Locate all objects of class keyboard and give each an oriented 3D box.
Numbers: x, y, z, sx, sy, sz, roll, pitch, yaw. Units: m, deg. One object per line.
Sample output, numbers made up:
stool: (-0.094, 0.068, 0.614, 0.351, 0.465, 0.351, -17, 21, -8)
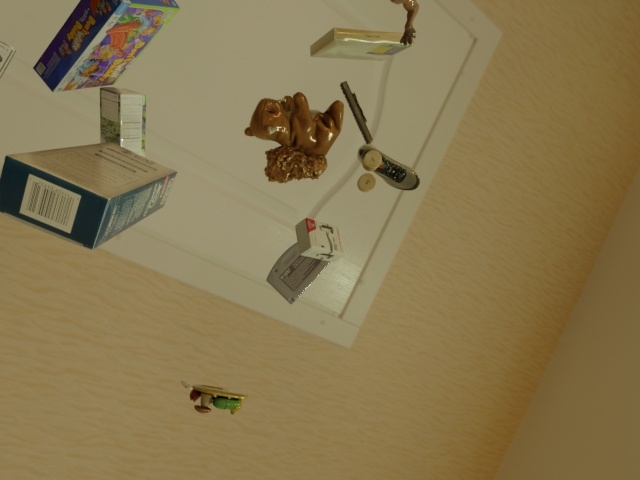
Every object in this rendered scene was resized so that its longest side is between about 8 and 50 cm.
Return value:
keyboard: (0.177, -0.624, 1.970, 0.033, 0.317, 0.201, -20, -161, 23)

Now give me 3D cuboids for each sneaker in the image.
sneaker: (0.257, -0.272, 1.549, 0.100, 0.271, 0.108, -59, -179, 17)

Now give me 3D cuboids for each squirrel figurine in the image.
squirrel figurine: (-0.132, -0.435, 1.747, 0.281, 0.370, 0.397, 19, -69, 41)

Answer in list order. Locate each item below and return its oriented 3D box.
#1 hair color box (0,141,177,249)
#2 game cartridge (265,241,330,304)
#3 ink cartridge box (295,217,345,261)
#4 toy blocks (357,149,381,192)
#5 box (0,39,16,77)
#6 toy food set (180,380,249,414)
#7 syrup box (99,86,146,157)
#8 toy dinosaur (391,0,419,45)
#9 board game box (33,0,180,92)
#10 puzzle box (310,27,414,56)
hair color box: (-0.440, -0.108, 0.818, 0.105, 0.173, 0.347, -63, -172, 15)
game cartridge: (-0.108, 0.130, 1.911, 0.294, 0.196, 0.060, -46, -171, -17)
ink cartridge box: (0.000, 0.000, 1.182, 0.056, 0.135, 0.099, -34, -125, 39)
toy blocks: (0.149, -0.210, 1.260, 0.148, 0.054, 0.123, -60, 163, -85)
box: (-0.893, -0.385, 0.965, 0.087, 0.169, 0.290, -5, -114, 43)
toy food set: (-0.327, 0.484, 1.221, 0.128, 0.217, 0.071, -14, -121, 56)
syrup box: (-0.617, -0.346, 1.262, 0.096, 0.093, 0.237, -31, 138, -57)
toy dinosaur: (0.163, -0.486, 0.681, 0.296, 0.127, 0.200, -46, 166, 7)
board game box: (-0.573, -0.548, 1.091, 0.347, 0.078, 0.233, -29, -166, 28)
puzzle box: (0.187, -0.899, 1.864, 0.272, 0.408, 0.052, -162, -114, -65)
